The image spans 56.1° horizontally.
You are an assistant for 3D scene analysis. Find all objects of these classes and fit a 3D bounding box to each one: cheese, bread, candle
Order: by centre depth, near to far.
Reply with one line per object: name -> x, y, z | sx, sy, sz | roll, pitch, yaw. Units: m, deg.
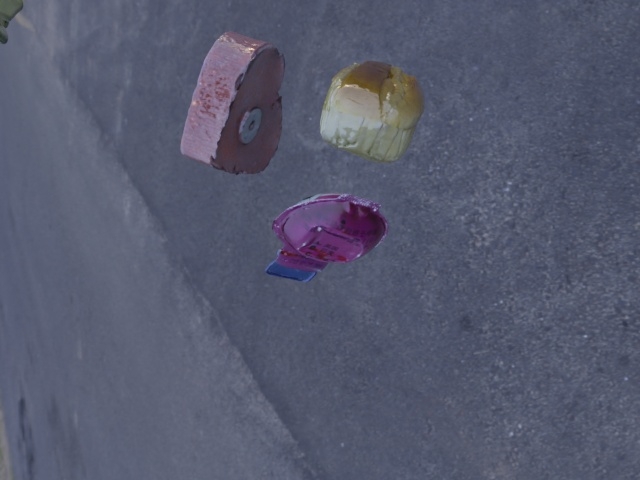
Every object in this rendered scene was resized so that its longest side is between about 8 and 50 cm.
cheese -> 0.000, 0.000, 0.820 | 0.244, 0.155, 0.062 | 134, 145, -53
bread -> 0.080, -0.199, 0.888 | 0.236, 0.140, 0.106 | -68, -3, -63
candle -> -0.194, -0.259, 1.282 | 0.132, 0.287, 0.316 | 20, 145, 15

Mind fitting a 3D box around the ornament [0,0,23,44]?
ornament -> -0.499, -0.366, 0.832 | 0.059, 0.180, 0.201 | -27, 40, 7
